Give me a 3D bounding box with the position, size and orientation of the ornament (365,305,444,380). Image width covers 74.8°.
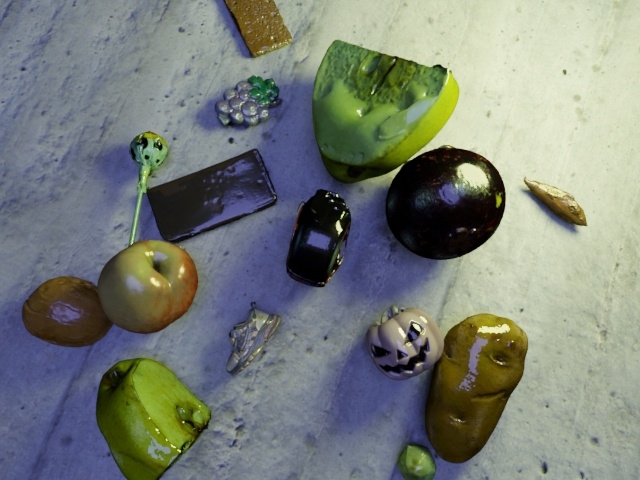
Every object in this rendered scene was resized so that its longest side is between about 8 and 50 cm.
[{"bbox_3d":[0.192,0.234,0.987,0.178,0.177,0.177,0,82,-3],"label":"ornament"}]

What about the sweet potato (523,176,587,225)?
[{"bbox_3d":[0.628,-0.108,1.112,0.206,0.068,0.060,34,57,8],"label":"sweet potato"}]

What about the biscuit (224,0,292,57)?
[{"bbox_3d":[-0.179,-0.624,1.160,0.131,0.025,0.230,-24,84,-7],"label":"biscuit"}]

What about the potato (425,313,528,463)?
[{"bbox_3d":[0.356,0.347,0.994,0.177,0.196,0.368,21,90,36],"label":"potato"}]

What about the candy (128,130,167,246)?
[{"bbox_3d":[-0.436,-0.129,1.029,0.091,0.083,0.304,-8,69,24],"label":"candy"}]

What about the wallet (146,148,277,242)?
[{"bbox_3d":[-0.275,-0.113,1.077,0.310,0.042,0.165,-22,83,-6],"label":"wallet"}]

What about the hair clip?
[{"bbox_3d":[-0.189,-0.365,1.121,0.195,0.052,0.124,-42,96,-16],"label":"hair clip"}]

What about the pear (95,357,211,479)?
[{"bbox_3d":[-0.389,0.383,0.904,0.164,0.238,0.255,-44,88,-2],"label":"pear"}]

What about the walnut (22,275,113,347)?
[{"bbox_3d":[-0.613,0.169,0.998,0.212,0.087,0.166,16,78,-1],"label":"walnut"}]

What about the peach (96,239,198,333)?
[{"bbox_3d":[-0.399,0.113,0.965,0.233,0.232,0.232,0,82,-3],"label":"peach"}]

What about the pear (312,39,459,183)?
[{"bbox_3d":[0.129,-0.280,1.021,0.343,0.239,0.317,34,98,32],"label":"pear"}]

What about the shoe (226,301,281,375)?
[{"bbox_3d":[-0.179,0.234,1.010,0.092,0.089,0.180,38,79,2],"label":"shoe"}]

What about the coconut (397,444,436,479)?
[{"bbox_3d":[0.228,0.528,0.993,0.088,0.088,0.096,-30,93,-6],"label":"coconut"}]

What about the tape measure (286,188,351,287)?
[{"bbox_3d":[0.000,0.000,0.996,0.135,0.202,0.222,17,77,3],"label":"tape measure"}]

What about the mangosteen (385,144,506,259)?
[{"bbox_3d":[0.290,-0.097,1.000,0.289,0.288,0.287,0,82,-3],"label":"mangosteen"}]
